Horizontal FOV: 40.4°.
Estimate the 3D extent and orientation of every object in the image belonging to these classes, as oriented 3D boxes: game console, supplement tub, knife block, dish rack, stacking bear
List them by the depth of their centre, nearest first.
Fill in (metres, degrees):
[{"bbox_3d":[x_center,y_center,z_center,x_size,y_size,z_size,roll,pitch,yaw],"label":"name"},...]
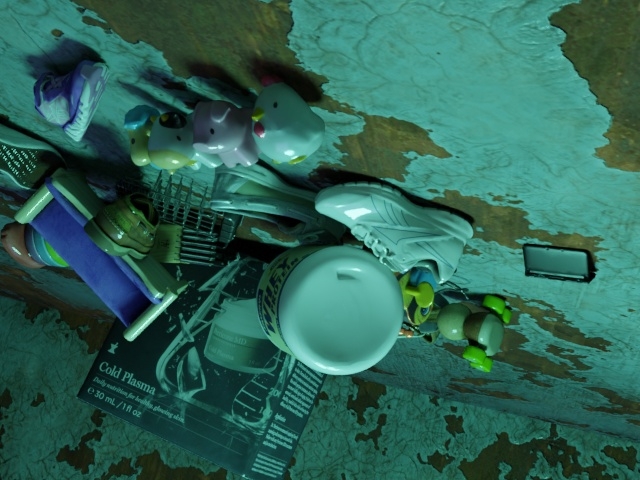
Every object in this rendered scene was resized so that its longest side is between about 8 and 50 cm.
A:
[{"bbox_3d":[0.452,0.039,1.644,0.122,0.071,0.107,7,-168,27],"label":"game console"},{"bbox_3d":[0.004,0.124,1.700,0.235,0.236,0.325,20,176,-15],"label":"supplement tub"},{"bbox_3d":[-0.293,-0.079,1.824,0.271,0.074,0.208,19,161,-5],"label":"dish rack"},{"bbox_3d":[-0.330,-0.001,2.021,0.242,0.088,0.275,4,-173,-45],"label":"knife block"},{"bbox_3d":[-0.601,-0.020,2.141,0.288,0.175,0.164,-6,127,24],"label":"stacking bear"}]

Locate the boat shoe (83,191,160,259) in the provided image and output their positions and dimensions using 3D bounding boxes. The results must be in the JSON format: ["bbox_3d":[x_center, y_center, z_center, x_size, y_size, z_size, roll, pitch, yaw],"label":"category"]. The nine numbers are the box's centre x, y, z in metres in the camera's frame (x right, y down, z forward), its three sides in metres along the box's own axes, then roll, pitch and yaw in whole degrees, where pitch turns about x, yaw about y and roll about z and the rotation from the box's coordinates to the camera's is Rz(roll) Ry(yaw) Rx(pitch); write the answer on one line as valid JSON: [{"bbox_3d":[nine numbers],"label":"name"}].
[{"bbox_3d":[-0.359,-0.033,1.706,0.111,0.104,0.307,46,-177,-4],"label":"boat shoe"}]

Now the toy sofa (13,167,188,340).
[{"bbox_3d":[-0.464,0.028,1.820,0.362,0.150,0.177,47,-169,0],"label":"toy sofa"}]

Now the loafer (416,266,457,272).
[{"bbox_3d":[0.189,0.020,1.700,0.078,0.076,0.223,-7,157,35],"label":"loafer"}]

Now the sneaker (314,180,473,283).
[{"bbox_3d":[0.127,-0.017,1.546,0.297,0.129,0.111,19,165,-8],"label":"sneaker"}]

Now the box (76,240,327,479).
[{"bbox_3d":[-0.245,0.283,2.136,0.479,0.472,0.297,19,164,20],"label":"box"}]

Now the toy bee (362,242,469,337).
[{"bbox_3d":[0.190,0.118,1.842,0.298,0.162,0.195,27,170,-16],"label":"toy bee"}]

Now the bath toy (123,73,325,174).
[{"bbox_3d":[-0.152,-0.171,1.318,0.348,0.151,0.129,-1,122,42],"label":"bath toy"}]

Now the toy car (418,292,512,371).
[{"bbox_3d":[0.330,0.198,2.050,0.188,0.155,0.149,17,166,28],"label":"toy car"}]

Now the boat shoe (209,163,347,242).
[{"bbox_3d":[-0.077,-0.054,1.643,0.118,0.103,0.320,0,160,43],"label":"boat shoe"}]

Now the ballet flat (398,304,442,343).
[{"bbox_3d":[0.159,0.172,2.138,0.342,0.124,0.116,22,162,-22],"label":"ballet flat"}]

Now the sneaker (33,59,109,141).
[{"bbox_3d":[-0.407,-0.233,1.394,0.104,0.095,0.236,28,161,-15],"label":"sneaker"}]

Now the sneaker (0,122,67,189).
[{"bbox_3d":[-0.630,-0.193,1.754,0.123,0.106,0.290,46,-174,25],"label":"sneaker"}]

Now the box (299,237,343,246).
[{"bbox_3d":[0.000,0.000,1.888,0.093,0.027,0.137,12,163,8],"label":"box"}]
